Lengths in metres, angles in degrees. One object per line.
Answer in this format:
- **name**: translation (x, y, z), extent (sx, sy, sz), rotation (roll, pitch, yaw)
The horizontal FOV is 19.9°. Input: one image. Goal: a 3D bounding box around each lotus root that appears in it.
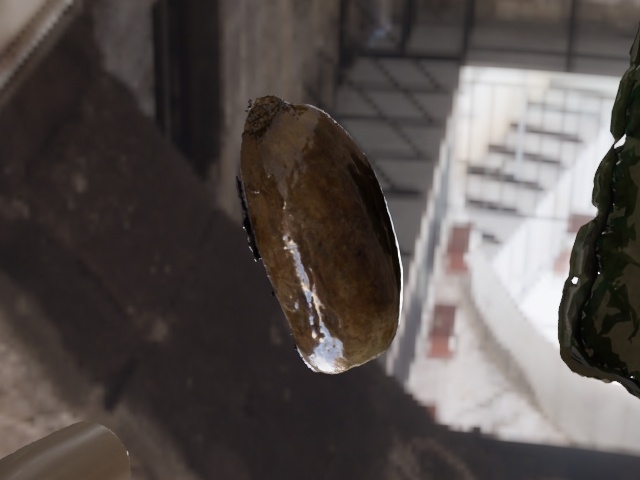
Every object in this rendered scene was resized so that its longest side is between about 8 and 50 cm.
- **lotus root**: translation (0.002, 0.000, 0.505), extent (0.030, 0.083, 0.037), rotation (-8, -149, 25)

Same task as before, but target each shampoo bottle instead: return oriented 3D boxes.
- **shampoo bottle**: translation (-0.218, 0.194, 1.178), extent (0.078, 0.127, 0.257), rotation (48, -149, 8)

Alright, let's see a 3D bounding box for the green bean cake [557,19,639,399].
- **green bean cake**: translation (0.268, -0.015, 0.994), extent (0.132, 0.255, 0.241), rotation (6, -172, -41)
